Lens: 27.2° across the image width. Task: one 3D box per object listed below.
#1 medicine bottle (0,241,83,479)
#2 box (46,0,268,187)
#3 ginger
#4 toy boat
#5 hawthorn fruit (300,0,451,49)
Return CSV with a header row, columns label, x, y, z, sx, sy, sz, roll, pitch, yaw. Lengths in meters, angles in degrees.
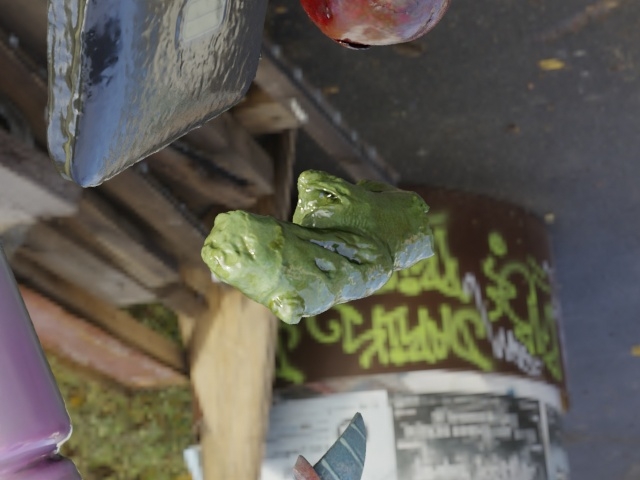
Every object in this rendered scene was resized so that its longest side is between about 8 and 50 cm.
label,x,y,z,sx,sy,sz,roll,pitch,yaw
medicine bottle,-0.338,0.142,1.145,0.219,0.388,0.219,-24,175,-2
box,-0.157,-0.255,1.385,0.091,0.359,0.350,26,126,21
ginger,0.003,0.000,1.279,0.089,0.137,0.290,-24,-176,42
toy boat,0.027,0.257,1.537,0.034,0.122,0.096,-6,121,52
hawthorn fruit,0.052,-0.291,1.389,0.181,0.181,0.235,7,-177,-24
